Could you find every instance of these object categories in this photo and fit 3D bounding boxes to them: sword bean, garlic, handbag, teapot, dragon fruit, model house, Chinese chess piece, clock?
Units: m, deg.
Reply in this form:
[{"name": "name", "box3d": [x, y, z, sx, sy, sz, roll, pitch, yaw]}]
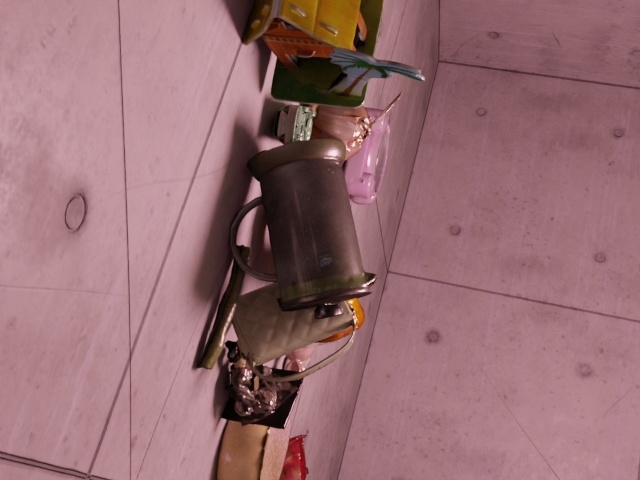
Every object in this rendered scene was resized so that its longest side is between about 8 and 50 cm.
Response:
[{"name": "sword bean", "box3d": [-0.186, 0.129, 1.529, 0.038, 0.043, 0.269, 53, 48, -56]}, {"name": "garlic", "box3d": [0.057, -0.322, 1.887, 0.207, 0.257, 0.207, 35, 39, -33]}, {"name": "handbag", "box3d": [-0.051, 0.180, 1.598, 0.079, 0.256, 0.219, 85, -21, -50]}, {"name": "teapot", "box3d": [-0.043, -0.007, 1.522, 0.200, 0.271, 0.336, 75, 3, -81]}, {"name": "dragon fruit", "box3d": [-0.102, 0.624, 2.177, 0.274, 0.126, 0.161, 3, 88, -87]}, {"name": "model house", "box3d": [0.041, -0.430, 1.396, 0.323, 0.340, 0.300, 33, 67, -72]}, {"name": "Chinese chess piece", "box3d": [-0.153, 0.497, 1.834, 0.270, 0.112, 0.269, 10, 90, -78]}, {"name": "clock", "box3d": [0.154, -0.264, 2.538, 0.322, 0.113, 0.295, 42, 59, -77]}]

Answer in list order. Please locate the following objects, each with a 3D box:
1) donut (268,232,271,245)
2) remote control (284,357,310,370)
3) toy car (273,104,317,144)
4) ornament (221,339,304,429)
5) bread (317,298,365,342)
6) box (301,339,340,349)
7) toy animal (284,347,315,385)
[{"name": "donut", "box3d": [-0.025, -0.013, 1.809, 0.303, 0.110, 0.302, -11, 90, -67]}, {"name": "remote control", "box3d": [-0.056, 0.344, 2.272, 0.230, 0.049, 0.090, -48, 150, -69]}, {"name": "toy car", "box3d": [-0.059, -0.250, 1.694, 0.224, 0.076, 0.090, -43, 142, -82]}, {"name": "ornament", "box3d": [-0.145, 0.288, 1.664, 0.196, 0.153, 0.166, 76, 26, -42]}, {"name": "bread", "box3d": [0.000, 0.162, 1.936, 0.270, 0.196, 0.142, 39, -34, 60]}, {"name": "box", "box3d": [-0.043, 0.251, 1.973, 0.218, 0.055, 0.039, -5, 104, -38]}, {"name": "toy animal", "box3d": [-0.066, 0.283, 2.082, 0.124, 0.124, 0.212, 64, 48, -70]}]
